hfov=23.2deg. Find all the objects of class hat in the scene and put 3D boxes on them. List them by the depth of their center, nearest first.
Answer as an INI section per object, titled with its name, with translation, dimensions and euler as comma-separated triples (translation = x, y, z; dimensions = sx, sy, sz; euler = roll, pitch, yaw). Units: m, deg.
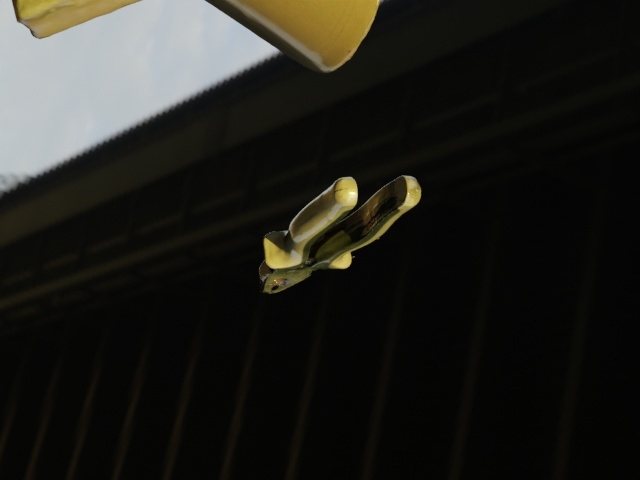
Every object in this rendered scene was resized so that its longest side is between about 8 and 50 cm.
[hat]
translation = -0.062, -0.177, 0.985
dimensions = 0.173, 0.144, 0.166
euler = 55, -43, 16

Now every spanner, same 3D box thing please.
[spanner]
translation = 0.000, 0.000, 1.559
dimensions = 0.325, 0.096, 0.040
euler = 140, -53, -62

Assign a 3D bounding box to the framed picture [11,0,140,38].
[framed picture]
translation = 0.029, -0.219, 0.501
dimensions = 0.324, 0.020, 0.240
euler = -21, -115, 8
